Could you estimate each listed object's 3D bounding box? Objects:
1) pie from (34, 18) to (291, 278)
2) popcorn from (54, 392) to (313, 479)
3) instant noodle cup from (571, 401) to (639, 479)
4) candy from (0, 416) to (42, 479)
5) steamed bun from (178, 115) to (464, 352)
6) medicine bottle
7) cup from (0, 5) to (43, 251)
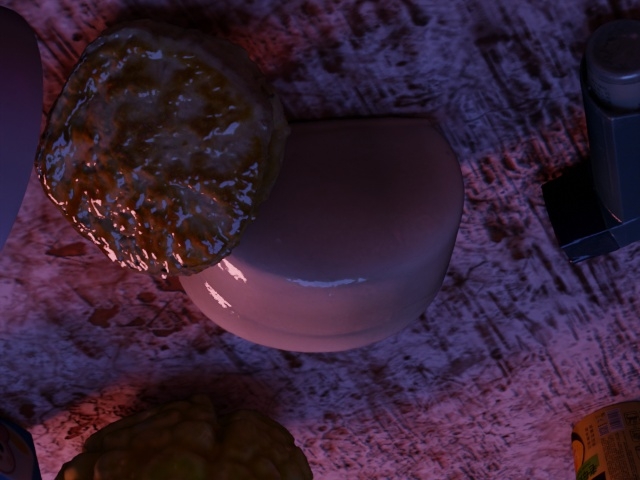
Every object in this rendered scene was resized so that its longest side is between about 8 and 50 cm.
[{"bbox_3d":[-0.123,-0.071,1.523,0.179,0.084,0.205,26,110,2],"label":"pie"},{"bbox_3d":[-0.135,0.276,1.964,0.258,0.224,0.270,-27,156,32],"label":"popcorn"},{"bbox_3d":[0.348,0.257,2.167,0.151,0.122,0.151,-7,148,-4],"label":"instant noodle cup"},{"bbox_3d":[-0.440,0.271,1.932,0.306,0.100,0.157,-33,140,11],"label":"candy"},{"bbox_3d":[0.000,0.000,1.645,0.242,0.164,0.146,-5,148,-9],"label":"steamed bun"},{"bbox_3d":[0.251,-0.083,1.672,0.124,0.079,0.258,-12,146,2],"label":"medicine bottle"},{"bbox_3d":[-0.388,-0.091,1.316,0.372,0.253,0.253,19,136,-36],"label":"cup"}]
